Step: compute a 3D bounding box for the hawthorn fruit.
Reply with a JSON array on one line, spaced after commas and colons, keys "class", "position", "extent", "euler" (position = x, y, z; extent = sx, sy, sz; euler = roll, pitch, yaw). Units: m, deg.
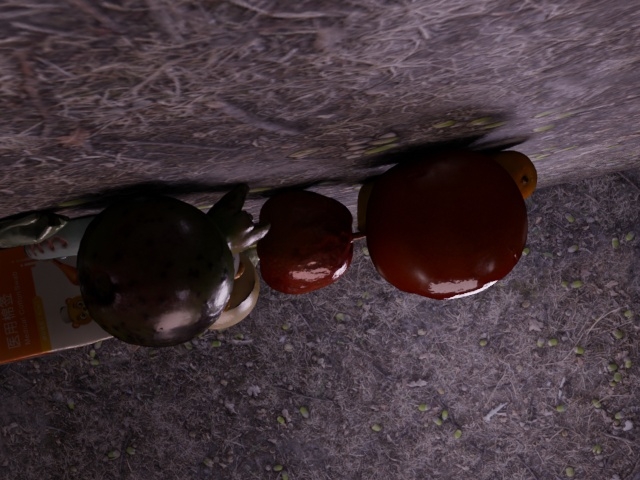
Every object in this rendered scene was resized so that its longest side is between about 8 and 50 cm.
[{"class": "hawthorn fruit", "position": [0.000, 0.000, 1.162], "extent": [0.243, 0.208, 0.207], "euler": [-3, 178, 4]}]

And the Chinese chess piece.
[{"class": "Chinese chess piece", "position": [-0.297, 0.131, 1.662], "extent": [0.250, 0.251, 0.097], "euler": [-11, 144, -11]}]

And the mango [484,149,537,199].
[{"class": "mango", "position": [0.327, -0.112, 1.202], "extent": [0.219, 0.112, 0.145], "euler": [-16, -158, 35]}]

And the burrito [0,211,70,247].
[{"class": "burrito", "position": [-0.423, -0.015, 0.853], "extent": [0.118, 0.044, 0.074], "euler": [-8, 176, 27]}]

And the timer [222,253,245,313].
[{"class": "timer", "position": [-0.330, 0.062, 1.501], "extent": [0.233, 0.240, 0.233], "euler": [-31, -147, 23]}]

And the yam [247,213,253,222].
[{"class": "yam", "position": [-0.218, -0.043, 1.375], "extent": [0.129, 0.027, 0.033], "euler": [-12, -150, -35]}]

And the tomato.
[{"class": "tomato", "position": [0.203, -0.038, 1.030], "extent": [0.298, 0.226, 0.298], "euler": [-21, -160, 8]}]

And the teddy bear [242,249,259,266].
[{"class": "teddy bear", "position": [-0.399, 0.048, 1.904], "extent": [0.327, 0.375, 0.362], "euler": [-13, 135, 40]}]

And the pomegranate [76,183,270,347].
[{"class": "pomegranate", "position": [-0.231, 0.019, 0.909], "extent": [0.242, 0.242, 0.306], "euler": [-13, -152, 26]}]

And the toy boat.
[{"class": "toy boat", "position": [-0.425, 0.009, 1.036], "extent": [0.207, 0.079, 0.134], "euler": [-11, 176, 34]}]

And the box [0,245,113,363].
[{"class": "box", "position": [-0.551, 0.117, 1.200], "extent": [0.341, 0.225, 0.143], "euler": [-12, 176, -10]}]

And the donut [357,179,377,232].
[{"class": "donut", "position": [0.173, -0.086, 1.305], "extent": [0.295, 0.112, 0.151], "euler": [-10, -177, -37]}]

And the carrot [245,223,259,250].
[{"class": "carrot", "position": [-0.101, -0.033, 1.753], "extent": [0.358, 0.074, 0.074], "euler": [-13, 178, 10]}]
